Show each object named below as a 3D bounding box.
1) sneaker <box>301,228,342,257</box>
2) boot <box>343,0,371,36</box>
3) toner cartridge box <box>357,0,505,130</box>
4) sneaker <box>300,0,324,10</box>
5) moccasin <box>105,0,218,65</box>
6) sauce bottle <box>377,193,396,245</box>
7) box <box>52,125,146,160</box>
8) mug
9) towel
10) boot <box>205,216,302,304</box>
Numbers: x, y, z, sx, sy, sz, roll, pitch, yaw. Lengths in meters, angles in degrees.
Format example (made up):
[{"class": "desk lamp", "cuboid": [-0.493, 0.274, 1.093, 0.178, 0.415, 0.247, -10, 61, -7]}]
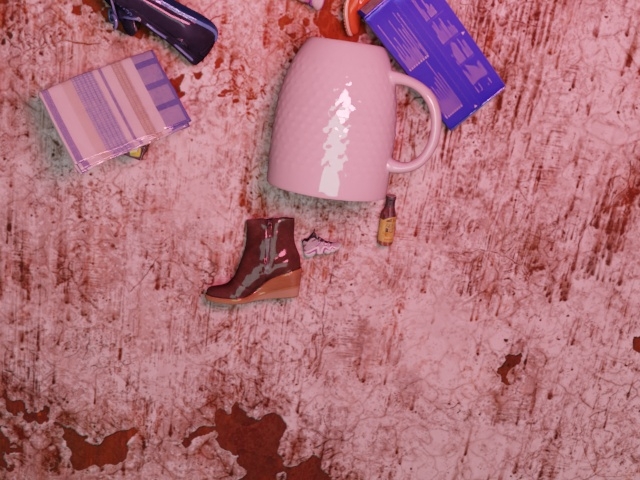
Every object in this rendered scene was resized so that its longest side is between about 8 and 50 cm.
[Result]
[{"class": "sneaker", "cuboid": [0.000, 0.000, 2.016, 0.098, 0.038, 0.069, -15, 110, 2]}, {"class": "boot", "cuboid": [0.096, -0.532, 1.809, 0.085, 0.059, 0.157, 10, 115, 9]}, {"class": "toner cartridge box", "cuboid": [0.253, -0.429, 1.824, 0.165, 0.075, 0.348, -38, 118, 11]}, {"class": "sneaker", "cuboid": [-0.026, -0.628, 1.767, 0.105, 0.095, 0.236, 10, 110, 2]}, {"class": "moccasin", "cuboid": [-0.394, -0.494, 1.770, 0.342, 0.137, 0.116, 28, 110, -11]}, {"class": "sauce bottle", "cuboid": [0.167, -0.051, 2.004, 0.042, 0.042, 0.128, 3, 111, -4]}, {"class": "box", "cuboid": [-0.499, -0.249, 1.862, 0.207, 0.114, 0.036, 21, 107, -9]}, {"class": "mug", "cuboid": [0.081, -0.266, 1.785, 0.374, 0.276, 0.328, 12, 104, 16]}, {"class": "towel", "cuboid": [-0.457, -0.290, 1.806, 0.285, 0.034, 0.209, -27, 86, -20]}, {"class": "boot", "cuboid": [-0.173, 0.048, 2.017, 0.249, 0.090, 0.206, -6, 98, 1]}]
